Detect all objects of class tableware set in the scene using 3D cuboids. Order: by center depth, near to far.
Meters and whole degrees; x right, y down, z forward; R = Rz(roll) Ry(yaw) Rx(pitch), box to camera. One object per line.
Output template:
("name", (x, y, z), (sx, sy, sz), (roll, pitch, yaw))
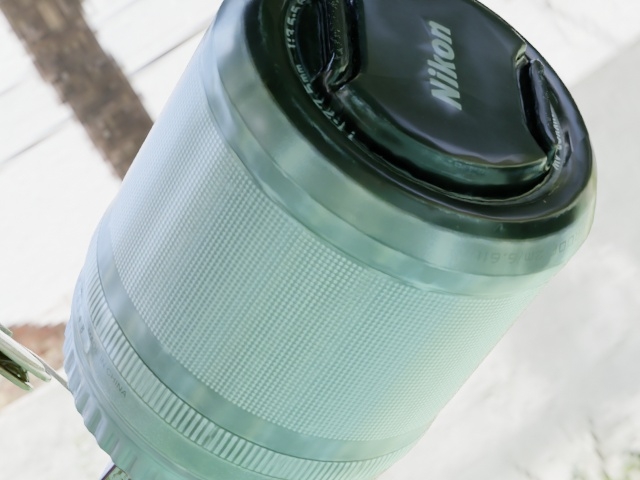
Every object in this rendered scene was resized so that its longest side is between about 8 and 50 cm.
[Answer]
("tableware set", (-0.293, 0.073, 1.422), (0.039, 0.194, 0.128), (-52, -41, -5))

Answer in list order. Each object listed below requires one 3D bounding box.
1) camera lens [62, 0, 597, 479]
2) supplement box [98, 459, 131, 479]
("camera lens", (0.000, 0.000, 0.941), (0.219, 0.219, 0.274), (-18, -28, -45))
("supplement box", (-0.139, 0.184, 1.444), (0.083, 0.055, 0.043), (-48, 8, 26))
